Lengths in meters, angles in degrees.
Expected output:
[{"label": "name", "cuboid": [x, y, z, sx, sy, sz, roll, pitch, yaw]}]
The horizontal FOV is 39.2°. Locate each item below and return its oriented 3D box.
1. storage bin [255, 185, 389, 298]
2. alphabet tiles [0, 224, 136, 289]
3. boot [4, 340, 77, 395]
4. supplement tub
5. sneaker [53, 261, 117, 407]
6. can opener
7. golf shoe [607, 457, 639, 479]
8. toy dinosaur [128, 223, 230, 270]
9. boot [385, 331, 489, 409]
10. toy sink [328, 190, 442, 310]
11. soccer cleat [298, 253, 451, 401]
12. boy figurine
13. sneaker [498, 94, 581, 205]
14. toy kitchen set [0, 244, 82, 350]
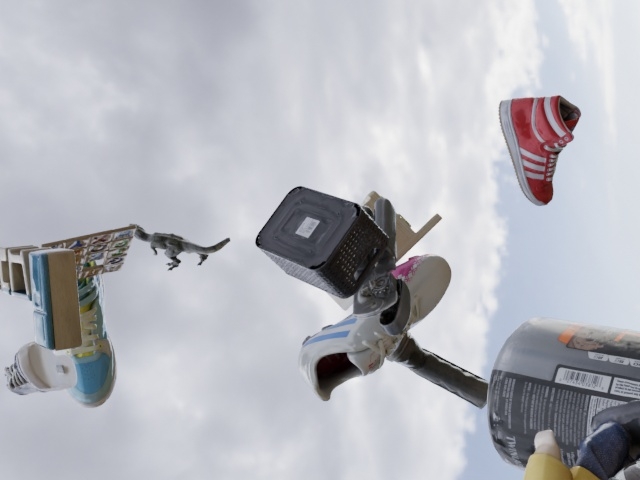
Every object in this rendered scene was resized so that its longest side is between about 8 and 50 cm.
[{"label": "storage bin", "cuboid": [0.000, 0.000, 1.377, 0.122, 0.180, 0.084, -54, -52, -12]}, {"label": "alphabet tiles", "cuboid": [-0.442, 0.039, 1.534, 0.237, 0.198, 0.009, -14, -107, -25]}, {"label": "boot", "cuboid": [-0.420, 0.193, 1.290, 0.190, 0.086, 0.069, 78, 179, -73]}, {"label": "supplement tub", "cuboid": [0.394, 0.215, 1.099, 0.207, 0.337, 0.207, -9, -78, -49]}, {"label": "sneaker", "cuboid": [-0.481, 0.158, 1.764, 0.208, 0.127, 0.319, 100, 156, -65]}, {"label": "can opener", "cuboid": [0.098, 0.044, 1.455, 0.095, 0.076, 0.283, 56, -158, -28]}, {"label": "golf shoe", "cuboid": [0.311, 0.220, 0.678, 0.094, 0.198, 0.077, -36, -47, -29]}, {"label": "toy dinosaur", "cuboid": [-0.323, 0.019, 2.085, 0.118, 0.268, 0.064, 73, -151, -54]}, {"label": "boot", "cuboid": [0.232, 0.255, 1.729, 0.076, 0.208, 0.189, -55, -10, 2]}, {"label": "toy sink", "cuboid": [0.096, 0.002, 1.725, 0.234, 0.131, 0.153, -42, -4, -15]}, {"label": "soccer cleat", "cuboid": [0.105, 0.160, 1.567, 0.116, 0.331, 0.143, 46, -169, -27]}, {"label": "boy figurine", "cuboid": [0.247, 0.256, 0.814, 0.177, 0.092, 0.285, 54, -138, 2]}, {"label": "sneaker", "cuboid": [0.210, -0.081, 0.817, 0.118, 0.067, 0.042, 60, -141, -33]}, {"label": "toy kitchen set", "cuboid": [-0.420, 0.076, 1.139, 0.166, 0.207, 0.122, -7, -85, -34]}]
